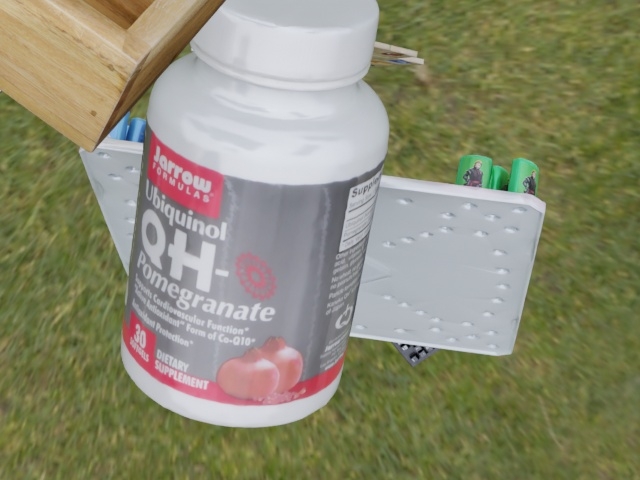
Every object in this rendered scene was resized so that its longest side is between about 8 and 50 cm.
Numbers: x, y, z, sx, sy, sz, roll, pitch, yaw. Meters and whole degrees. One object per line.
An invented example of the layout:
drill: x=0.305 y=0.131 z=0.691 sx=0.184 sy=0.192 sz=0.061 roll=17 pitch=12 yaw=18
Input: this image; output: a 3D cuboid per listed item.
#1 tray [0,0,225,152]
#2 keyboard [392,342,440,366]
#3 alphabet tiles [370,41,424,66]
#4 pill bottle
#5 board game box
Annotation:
tray: x=-0.215 y=-0.233 z=0.759 sx=0.411 sy=0.203 sz=0.076 roll=36 pitch=137 yaw=-2
keyboard: x=0.067 y=0.069 z=1.860 sx=0.108 sy=0.023 sz=0.180 roll=-33 pitch=110 yaw=19
alphabet tiles: x=-0.004 y=-0.223 z=1.905 sx=0.198 sy=0.237 sz=0.009 roll=9 pitch=88 yaw=-34
pill bottle: x=-0.046 y=-0.036 z=1.213 sx=0.176 sy=0.176 sz=0.318 roll=7 pitch=119 yaw=-5
board game box: x=0.000 y=0.000 z=1.531 sx=0.390 sy=0.390 sz=0.050 roll=8 pitch=68 yaw=5
